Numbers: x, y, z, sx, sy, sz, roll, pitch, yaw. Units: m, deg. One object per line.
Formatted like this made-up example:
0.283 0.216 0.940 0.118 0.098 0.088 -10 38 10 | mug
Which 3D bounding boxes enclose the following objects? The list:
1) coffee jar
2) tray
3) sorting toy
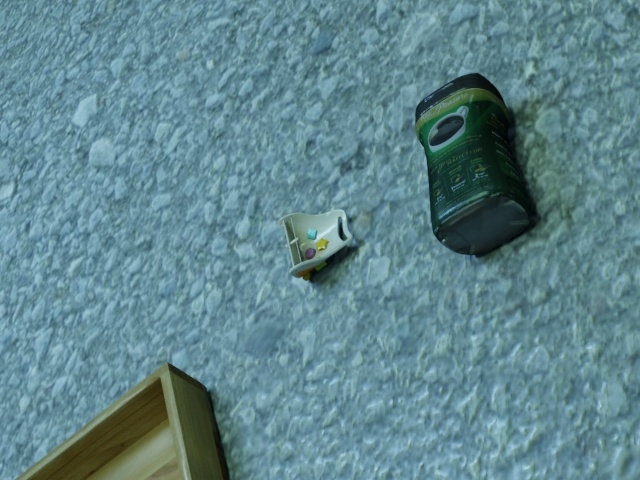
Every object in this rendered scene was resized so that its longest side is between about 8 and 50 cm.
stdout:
0.152 -0.081 1.426 0.096 0.079 0.184 -31 44 28 | coffee jar
-0.278 0.333 1.535 0.411 0.076 0.203 -38 41 17 | tray
0.000 0.000 1.546 0.075 0.045 0.083 -29 43 15 | sorting toy
